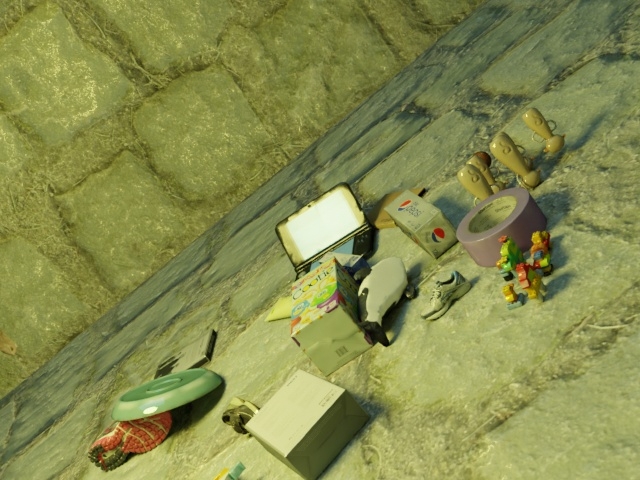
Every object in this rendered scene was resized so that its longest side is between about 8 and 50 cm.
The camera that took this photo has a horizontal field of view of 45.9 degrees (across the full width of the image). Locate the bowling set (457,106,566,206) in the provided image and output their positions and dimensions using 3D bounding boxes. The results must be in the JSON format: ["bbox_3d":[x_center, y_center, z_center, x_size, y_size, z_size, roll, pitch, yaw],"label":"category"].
[{"bbox_3d":[0.475,-0.188,1.918,0.287,0.154,0.200,-41,0,-1],"label":"bowling set"}]

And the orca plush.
[{"bbox_3d":[0.149,0.159,1.816,0.151,0.102,0.287,6,36,-3],"label":"orca plush"}]

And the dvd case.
[{"bbox_3d":[-0.442,0.395,2.430,0.239,0.029,0.179,-34,19,13],"label":"dvd case"}]

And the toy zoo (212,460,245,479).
[{"bbox_3d":[-0.270,0.571,1.574,0.293,0.030,0.192,-41,-2,-8],"label":"toy zoo"}]

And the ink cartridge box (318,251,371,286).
[{"bbox_3d":[0.079,0.084,2.050,0.046,0.097,0.207,-45,19,-17],"label":"ink cartridge box"}]

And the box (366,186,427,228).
[{"bbox_3d":[0.218,-0.096,2.331,0.164,0.021,0.201,-47,19,-24],"label":"box"}]

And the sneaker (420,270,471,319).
[{"bbox_3d":[0.265,0.119,1.670,0.135,0.058,0.052,-43,18,-8],"label":"sneaker"}]

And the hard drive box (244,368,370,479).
[{"bbox_3d":[-0.033,0.379,1.578,0.181,0.089,0.232,-45,19,-17],"label":"hard drive box"}]

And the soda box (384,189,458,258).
[{"bbox_3d":[0.266,-0.048,2.002,0.091,0.098,0.286,-40,18,1],"label":"soda box"}]

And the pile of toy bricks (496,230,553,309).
[{"bbox_3d":[0.397,0.038,1.531,0.118,0.105,0.212,-25,23,37],"label":"pile of toy bricks"}]

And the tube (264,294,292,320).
[{"bbox_3d":[-0.088,0.191,2.191,0.070,0.062,0.240,-9,-4,-31],"label":"tube"}]

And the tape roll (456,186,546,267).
[{"bbox_3d":[0.409,-0.031,1.713,0.189,0.080,0.189,-35,19,14],"label":"tape roll"}]

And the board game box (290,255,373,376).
[{"bbox_3d":[0.023,0.178,1.861,0.144,0.142,0.275,-35,19,12],"label":"board game box"}]

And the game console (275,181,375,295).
[{"bbox_3d":[0.000,0.000,2.284,0.293,0.173,0.250,-33,19,20],"label":"game console"}]

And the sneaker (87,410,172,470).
[{"bbox_3d":[-0.536,0.536,2.135,0.299,0.121,0.112,-31,18,25],"label":"sneaker"}]

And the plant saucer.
[{"bbox_3d":[-0.433,0.421,2.113,0.318,0.043,0.317,-16,4,1],"label":"plant saucer"}]

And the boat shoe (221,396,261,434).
[{"bbox_3d":[-0.177,0.423,1.783,0.073,0.080,0.223,-52,16,-18],"label":"boat shoe"}]
